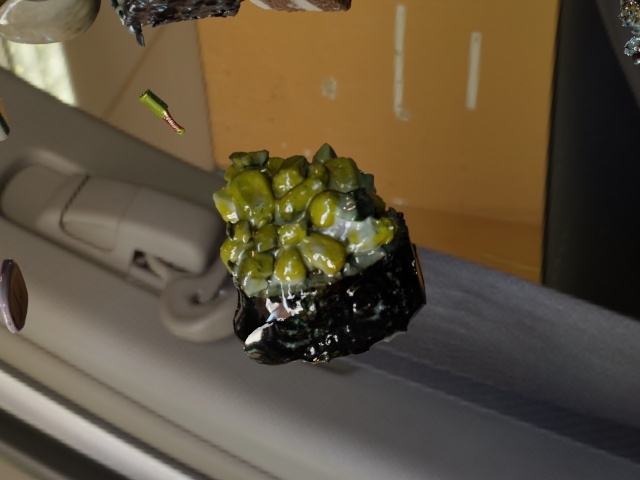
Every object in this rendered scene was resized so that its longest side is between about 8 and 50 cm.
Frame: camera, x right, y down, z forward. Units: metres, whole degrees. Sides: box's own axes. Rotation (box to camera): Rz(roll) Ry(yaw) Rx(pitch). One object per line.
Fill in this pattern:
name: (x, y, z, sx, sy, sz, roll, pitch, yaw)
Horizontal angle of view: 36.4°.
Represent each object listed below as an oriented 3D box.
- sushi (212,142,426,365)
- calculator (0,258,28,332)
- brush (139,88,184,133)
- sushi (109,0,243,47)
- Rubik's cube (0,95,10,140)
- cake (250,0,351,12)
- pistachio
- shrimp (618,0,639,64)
sushi: (0.000, 0.000, 1.542, 0.328, 0.329, 0.285, -85, -8, -58)
calculator: (-0.518, 0.089, 1.645, 0.166, 0.024, 0.103, -108, 7, -56)
brush: (-0.228, -0.187, 1.426, 0.083, 0.019, 0.021, 43, -144, -24)
sushi: (-0.289, -0.581, 1.970, 0.281, 0.294, 0.299, 67, 158, 15)
Rubik's cube: (-0.524, -0.241, 0.995, 0.291, 0.291, 0.290, 91, 158, -71)
cake: (-0.041, -0.367, 1.239, 0.135, 0.147, 0.135, 17, -100, -51)
pistachio: (-0.572, -0.483, 2.017, 0.138, 0.238, 0.153, -133, 32, -67)
shrimp: (0.439, -0.312, 1.337, 0.076, 0.082, 0.174, -43, -26, 5)
